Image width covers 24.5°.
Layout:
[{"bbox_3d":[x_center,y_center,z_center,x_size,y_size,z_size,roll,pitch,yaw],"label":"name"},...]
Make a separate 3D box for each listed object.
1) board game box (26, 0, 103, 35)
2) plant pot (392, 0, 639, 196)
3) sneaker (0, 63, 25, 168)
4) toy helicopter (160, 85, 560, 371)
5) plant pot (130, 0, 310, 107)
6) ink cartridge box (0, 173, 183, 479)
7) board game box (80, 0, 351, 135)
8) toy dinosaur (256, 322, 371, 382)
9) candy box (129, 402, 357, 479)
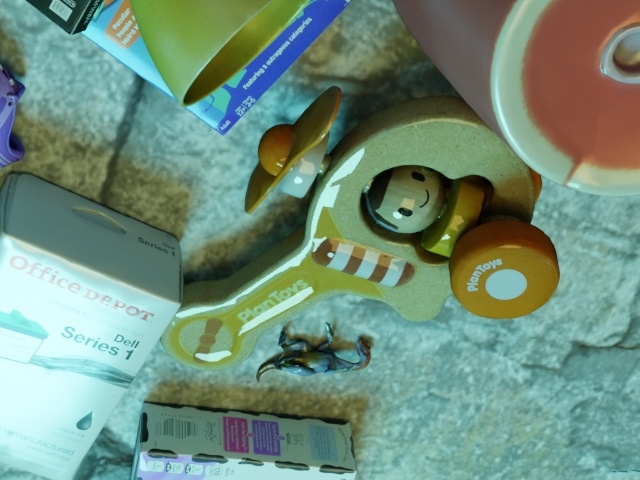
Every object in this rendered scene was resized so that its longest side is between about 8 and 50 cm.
[{"bbox_3d":[-0.206,-0.244,0.995,0.186,0.026,0.126,38,116,5],"label":"board game box"},{"bbox_3d":[0.188,-0.174,1.008,0.275,0.243,0.275,-3,123,-4],"label":"plant pot"},{"bbox_3d":[-0.261,-0.125,1.111,0.071,0.068,0.170,-16,134,-13],"label":"sneaker"},{"bbox_3d":[0.000,0.000,1.175,0.355,0.140,0.235,-32,126,25],"label":"toy helicopter"},{"bbox_3d":[-0.077,-0.171,1.004,0.095,0.134,0.134,47,111,2],"label":"plant pot"},{"bbox_3d":[-0.231,0.075,1.218,0.160,0.092,0.219,23,119,-20],"label":"ink cartridge box"},{"bbox_3d":[-0.101,-0.196,1.077,0.210,0.047,0.160,35,114,-25],"label":"board game box"},{"bbox_3d":[0.000,0.102,1.308,0.082,0.047,0.090,16,154,-26],"label":"toy dinosaur"},{"bbox_3d":[-0.078,0.241,1.359,0.196,0.070,0.165,6,123,-10],"label":"candy box"}]
